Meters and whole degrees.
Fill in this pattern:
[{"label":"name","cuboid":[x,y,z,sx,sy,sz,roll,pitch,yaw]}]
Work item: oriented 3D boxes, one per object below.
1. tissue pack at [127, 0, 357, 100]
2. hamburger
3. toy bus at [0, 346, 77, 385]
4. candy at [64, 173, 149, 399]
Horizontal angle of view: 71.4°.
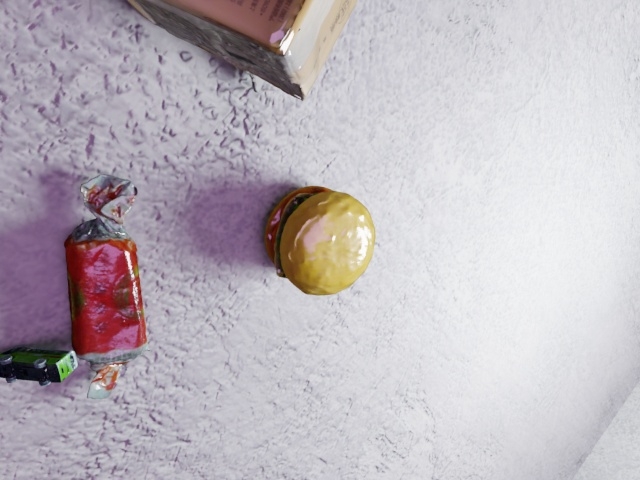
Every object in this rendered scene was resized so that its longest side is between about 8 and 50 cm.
[{"label":"tissue pack","cuboid":[-0.040,-0.329,0.476,0.238,0.238,0.305,26,91,-36]},{"label":"hamburger","cuboid":[0.000,0.000,0.645,0.162,0.115,0.162,-10,110,-27]},{"label":"toy bus","cuboid":[-0.329,0.142,0.511,0.083,0.037,0.031,2,110,9]},{"label":"candy","cuboid":[-0.258,0.066,0.539,0.086,0.059,0.292,-6,108,-30]}]
